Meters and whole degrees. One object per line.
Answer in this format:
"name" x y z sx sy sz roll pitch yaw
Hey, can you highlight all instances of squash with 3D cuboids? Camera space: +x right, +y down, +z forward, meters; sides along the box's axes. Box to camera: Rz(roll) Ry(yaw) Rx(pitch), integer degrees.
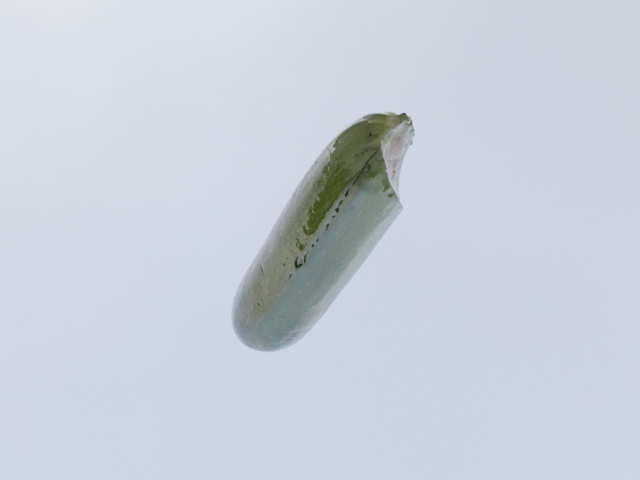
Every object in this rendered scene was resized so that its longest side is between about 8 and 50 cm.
"squash" 0.000 0.000 0.671 0.069 0.239 0.069 17 -136 -18
